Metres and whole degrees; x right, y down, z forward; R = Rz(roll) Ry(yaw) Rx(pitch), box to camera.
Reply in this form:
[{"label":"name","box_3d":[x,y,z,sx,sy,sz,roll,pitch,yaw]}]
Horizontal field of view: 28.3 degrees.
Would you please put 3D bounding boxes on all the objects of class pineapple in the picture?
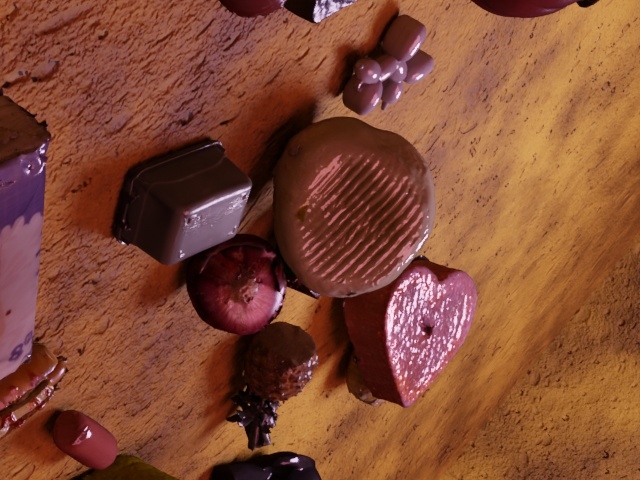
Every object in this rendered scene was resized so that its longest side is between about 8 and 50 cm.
[{"label":"pineapple","box_3d":[-0.089,0.255,2.175,0.128,0.128,0.248,-28,150,-44]}]

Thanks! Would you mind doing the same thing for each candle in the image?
[{"label":"candle","box_3d":[0.168,0.172,2.388,0.317,0.131,0.287,13,94,-52]}]

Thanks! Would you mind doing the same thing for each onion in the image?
[{"label":"onion","box_3d":[-0.124,0.056,1.854,0.150,0.150,0.140,-55,-163,5]}]

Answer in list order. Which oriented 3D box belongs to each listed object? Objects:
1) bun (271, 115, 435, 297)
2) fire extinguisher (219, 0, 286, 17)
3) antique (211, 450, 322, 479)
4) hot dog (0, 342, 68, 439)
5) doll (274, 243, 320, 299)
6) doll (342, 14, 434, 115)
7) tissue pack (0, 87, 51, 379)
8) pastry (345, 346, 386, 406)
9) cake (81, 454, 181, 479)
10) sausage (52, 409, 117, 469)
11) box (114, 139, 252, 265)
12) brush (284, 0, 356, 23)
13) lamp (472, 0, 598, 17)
[{"label":"bun","box_3d":[0.043,-0.055,1.845,0.259,0.259,0.160,-54,-168,2]},{"label":"fire extinguisher","box_3d":[-0.133,-0.339,1.295,0.147,0.106,0.337,-29,156,7]},{"label":"antique","box_3d":[-0.107,0.547,2.466,0.255,0.185,0.322,-18,135,-51]},{"label":"hot dog","box_3d":[-0.411,0.217,1.579,0.250,0.076,0.104,-34,149,-33]},{"label":"doll","box_3d":[-0.005,0.000,1.978,0.134,0.106,0.186,-5,112,-55]},{"label":"doll","box_3d":[0.097,-0.250,1.878,0.160,0.059,0.161,-51,157,-8]},{"label":"tissue pack","box_3d":[-0.400,0.037,1.283,0.242,0.125,0.343,-33,152,-40]},{"label":"pastry","box_3d":[0.130,0.233,2.568,0.182,0.093,0.192,-16,130,-53]},{"label":"cake","box_3d":[-0.320,0.448,1.973,0.260,0.156,0.179,-23,127,-58]},{"label":"sausage","box_3d":[-0.337,0.288,1.827,0.062,0.062,0.154,-48,157,-10]},{"label":"box","box_3d":[-0.169,-0.044,1.632,0.172,0.093,0.124,-27,146,-45]},{"label":"brush","box_3d":[0.020,-0.370,1.566,0.123,0.059,0.197,-38,153,-34]},{"label":"lamp","box_3d":[0.309,-0.444,1.736,0.303,0.257,0.303,-44,-162,18]}]
